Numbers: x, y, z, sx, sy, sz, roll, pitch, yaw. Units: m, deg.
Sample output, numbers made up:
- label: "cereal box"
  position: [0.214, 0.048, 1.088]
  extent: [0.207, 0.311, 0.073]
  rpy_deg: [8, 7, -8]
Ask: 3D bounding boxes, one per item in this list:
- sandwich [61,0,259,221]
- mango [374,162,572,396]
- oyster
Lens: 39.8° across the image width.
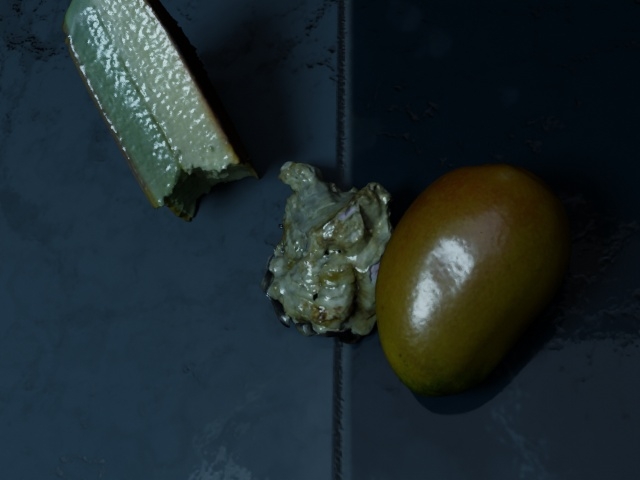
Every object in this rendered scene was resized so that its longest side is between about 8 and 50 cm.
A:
- label: "sandwich"
  position: [-0.156, -0.131, 0.889]
  extent: [0.108, 0.220, 0.186]
  rpy_deg: [-28, 63, 2]
- label: "mango"
  position: [0.127, 0.030, 0.796]
  extent: [0.151, 0.120, 0.221]
  rpy_deg: [39, 92, 20]
- label: "oyster"
  position: [0.000, 0.000, 0.872]
  extent: [0.163, 0.081, 0.191]
  rpy_deg: [-40, 60, 3]
